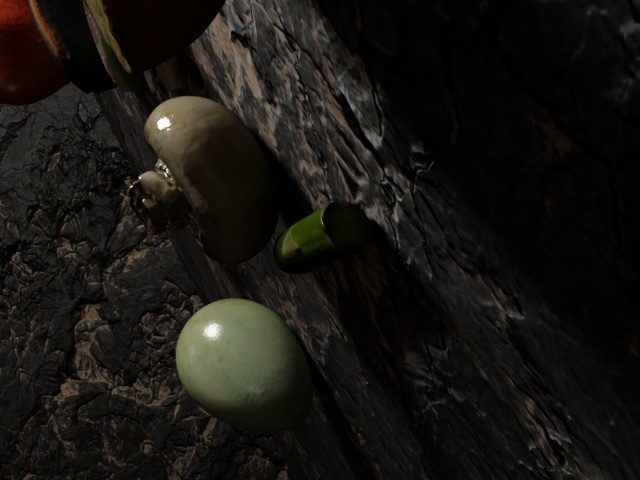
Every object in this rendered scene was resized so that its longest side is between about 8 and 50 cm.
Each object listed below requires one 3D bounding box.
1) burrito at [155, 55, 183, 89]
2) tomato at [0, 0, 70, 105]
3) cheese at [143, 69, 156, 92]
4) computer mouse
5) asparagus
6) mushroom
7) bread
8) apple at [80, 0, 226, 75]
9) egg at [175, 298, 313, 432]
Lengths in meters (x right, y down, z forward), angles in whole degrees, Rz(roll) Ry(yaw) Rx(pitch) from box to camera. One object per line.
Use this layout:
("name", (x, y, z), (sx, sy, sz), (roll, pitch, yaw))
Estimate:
("burrito", (-0.229, -0.281, 1.328), (0.185, 0.041, 0.045), (101, -179, -72))
("tomato", (-0.591, -0.438, 1.808), (0.325, 0.290, 0.293), (-93, -19, -50))
("cheese", (-0.284, -0.317, 1.356), (0.227, 0.064, 0.137), (76, 180, -51))
("computer mouse", (-0.415, -0.397, 1.473), (0.183, 0.116, 0.323), (-32, -69, -79))
("asparagus", (-0.001, -0.002, 0.947), (0.278, 0.067, 0.060), (157, 112, -74))
("mushroom", (-0.152, -0.070, 1.145), (0.226, 0.178, 0.226), (50, 171, 12))
("bread", (-0.332, -0.340, 1.447), (0.228, 0.034, 0.228), (-13, -90, -86))
("apple", (-0.145, -0.285, 0.679), (0.293, 0.163, 0.251), (59, 172, 17))
("egg", (-0.133, 0.233, 1.636), (0.295, 0.218, 0.218), (39, 157, 35))
